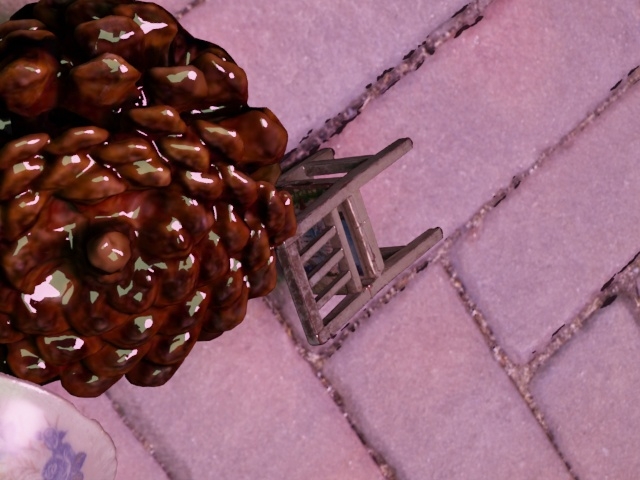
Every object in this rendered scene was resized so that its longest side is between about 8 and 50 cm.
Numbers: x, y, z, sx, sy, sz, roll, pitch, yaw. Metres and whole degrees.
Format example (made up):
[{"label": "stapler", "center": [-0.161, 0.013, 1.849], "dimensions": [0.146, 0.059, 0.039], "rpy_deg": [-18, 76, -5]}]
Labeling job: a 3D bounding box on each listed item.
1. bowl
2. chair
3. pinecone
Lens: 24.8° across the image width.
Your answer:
[{"label": "bowl", "center": [-0.360, 0.258, 1.404], "dimensions": [0.313, 0.313, 0.146], "rpy_deg": [29, 44, -28]}, {"label": "chair", "center": [0.000, 0.000, 1.620], "dimensions": [0.270, 0.147, 0.136], "rpy_deg": [-39, 116, -44]}, {"label": "pinecone", "center": [-0.229, -0.048, 1.420], "dimensions": [0.397, 0.397, 0.398], "rpy_deg": [-4, 99, -28]}]
